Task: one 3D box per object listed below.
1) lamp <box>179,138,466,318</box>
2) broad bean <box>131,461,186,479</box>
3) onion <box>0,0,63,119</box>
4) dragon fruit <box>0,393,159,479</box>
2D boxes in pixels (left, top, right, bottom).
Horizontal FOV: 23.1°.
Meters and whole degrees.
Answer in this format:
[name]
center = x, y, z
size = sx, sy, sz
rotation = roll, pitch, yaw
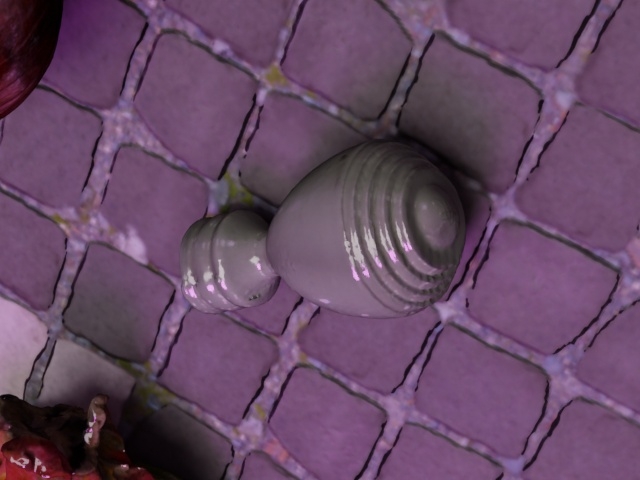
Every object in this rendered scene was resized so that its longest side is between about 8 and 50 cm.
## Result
[lamp]
center = 0.000, 0.000, 0.952
size = 0.193, 0.106, 0.106
rotation = -10, 107, 37
[broad bean]
center = -0.075, 0.234, 1.104
size = 0.213, 0.048, 0.070
rotation = 44, 134, 8
[onion]
center = -0.233, -0.198, 0.938
size = 0.272, 0.195, 0.272
rotation = 43, 146, 40
[dragon fruit]
center = -0.196, 0.199, 1.062
size = 0.262, 0.134, 0.211
rotation = 22, 118, 31
